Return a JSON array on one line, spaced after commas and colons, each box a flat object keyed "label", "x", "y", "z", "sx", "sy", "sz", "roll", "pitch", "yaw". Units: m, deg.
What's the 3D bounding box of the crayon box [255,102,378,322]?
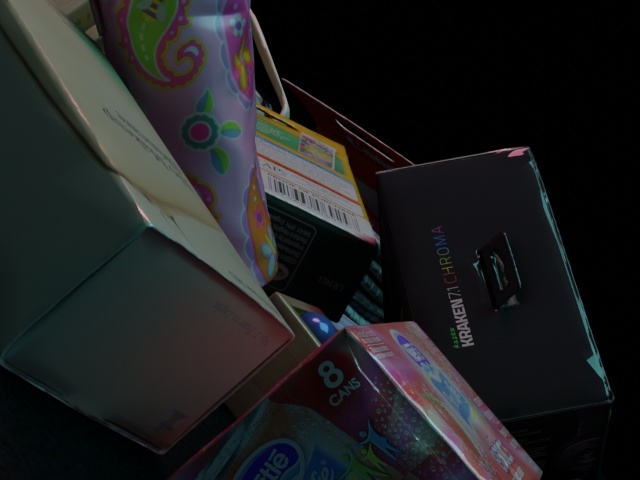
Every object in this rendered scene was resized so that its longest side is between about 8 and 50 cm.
[{"label": "crayon box", "x": -0.068, "y": -0.053, "z": 1.430, "sx": 0.203, "sy": 0.083, "sz": 0.323, "roll": 26, "pitch": 15, "yaw": -12}]

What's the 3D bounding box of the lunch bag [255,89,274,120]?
[{"label": "lunch bag", "x": -0.178, "y": -0.216, "z": 1.929, "sx": 0.279, "sy": 0.108, "sz": 0.224, "roll": 50, "pitch": 6, "yaw": 11}]

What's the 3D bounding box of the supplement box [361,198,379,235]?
[{"label": "supplement box", "x": 0.055, "y": 0.022, "z": 2.140, "sx": 0.188, "sy": 0.104, "sz": 0.081, "roll": 50, "pitch": 5, "yaw": 9}]

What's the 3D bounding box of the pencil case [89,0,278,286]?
[{"label": "pencil case", "x": -0.100, "y": -0.096, "z": 1.125, "sx": 0.124, "sy": 0.124, "sz": 0.284, "roll": -107, "pitch": -169, "yaw": -76}]

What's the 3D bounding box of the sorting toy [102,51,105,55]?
[{"label": "sorting toy", "x": -0.201, "y": -0.118, "z": 1.264, "sx": 0.132, "sy": 0.046, "sz": 0.274, "roll": 21, "pitch": 12, "yaw": 7}]

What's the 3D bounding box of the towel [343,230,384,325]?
[{"label": "towel", "x": 0.000, "y": 0.000, "z": 1.806, "sx": 0.235, "sy": 0.121, "sz": 0.284, "roll": 52, "pitch": 7, "yaw": 34}]

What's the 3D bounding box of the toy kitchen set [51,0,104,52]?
[{"label": "toy kitchen set", "x": -0.271, "y": -0.225, "z": 1.464, "sx": 0.166, "sy": 0.122, "sz": 0.207, "roll": 50, "pitch": -14, "yaw": 12}]

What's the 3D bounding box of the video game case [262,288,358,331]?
[{"label": "video game case", "x": -0.032, "y": 0.060, "z": 1.401, "sx": 0.212, "sy": 0.023, "sz": 0.193, "roll": 36, "pitch": 9, "yaw": 1}]

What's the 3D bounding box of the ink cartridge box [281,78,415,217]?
[{"label": "ink cartridge box", "x": 0.086, "y": -0.032, "z": 2.226, "sx": 0.308, "sy": 0.091, "sz": 0.385, "roll": 37, "pitch": -10, "yaw": 37}]

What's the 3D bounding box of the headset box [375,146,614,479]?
[{"label": "headset box", "x": 0.131, "y": 0.098, "z": 1.268, "sx": 0.283, "sy": 0.131, "sz": 0.246, "roll": 83, "pitch": -4, "yaw": -53}]

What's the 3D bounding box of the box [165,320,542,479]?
[{"label": "box", "x": 0.029, "y": 0.146, "z": 0.939, "sx": 0.142, "sy": 0.154, "sz": 0.300, "roll": 50, "pitch": 7, "yaw": 8}]

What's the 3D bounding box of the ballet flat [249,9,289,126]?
[{"label": "ballet flat", "x": -0.164, "y": -0.215, "z": 1.676, "sx": 0.483, "sy": 0.182, "sz": 0.164, "roll": 50, "pitch": 4, "yaw": 16}]

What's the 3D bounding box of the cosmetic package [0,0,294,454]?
[{"label": "cosmetic package", "x": -0.159, "y": -0.038, "z": 0.938, "sx": 0.309, "sy": 0.113, "sz": 0.160, "roll": 52, "pitch": 7, "yaw": 38}]

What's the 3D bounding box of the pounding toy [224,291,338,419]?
[{"label": "pounding toy", "x": -0.022, "y": 0.088, "z": 1.216, "sx": 0.206, "sy": 0.094, "sz": 0.181, "roll": 51, "pitch": 6, "yaw": 15}]
